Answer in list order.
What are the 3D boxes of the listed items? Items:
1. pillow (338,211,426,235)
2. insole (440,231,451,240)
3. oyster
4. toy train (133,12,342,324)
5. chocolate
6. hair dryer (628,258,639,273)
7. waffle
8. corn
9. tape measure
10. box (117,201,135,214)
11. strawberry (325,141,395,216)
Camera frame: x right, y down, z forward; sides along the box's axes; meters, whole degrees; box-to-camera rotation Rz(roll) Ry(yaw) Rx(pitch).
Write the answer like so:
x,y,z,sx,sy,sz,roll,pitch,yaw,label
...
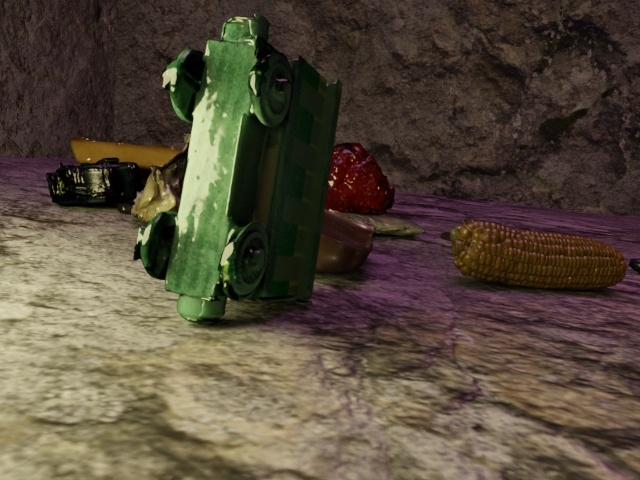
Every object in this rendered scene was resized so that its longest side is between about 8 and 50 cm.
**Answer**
x,y,z,sx,sy,sz,roll,pitch,yaw,label
0.125,-0.039,1.274,0.230,0.050,0.148,5,13,-20,pillow
0.403,-0.017,1.428,0.119,0.009,0.348,10,10,29,insole
-0.319,-0.114,1.111,0.100,0.271,0.275,25,-34,-21,oyster
-0.074,-0.065,0.557,0.120,0.300,0.202,8,0,23,toy train
0.000,0.001,0.842,0.161,0.083,0.261,24,12,6,chocolate
0.675,0.060,1.080,0.079,0.031,0.083,27,12,38,hair dryer
-0.470,-0.192,1.477,0.349,0.077,0.304,5,-11,2,waffle
0.347,0.029,0.843,0.292,0.101,0.101,7,9,-11,corn
-0.519,-0.141,1.272,0.186,0.112,0.199,-1,12,12,tape measure
-0.394,-0.076,1.246,0.125,0.026,0.126,7,9,11,box
0.077,-0.163,1.481,0.274,0.220,0.274,3,13,-1,strawberry
